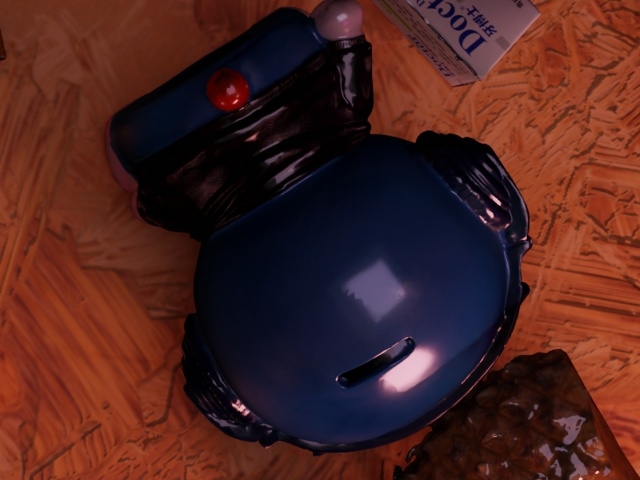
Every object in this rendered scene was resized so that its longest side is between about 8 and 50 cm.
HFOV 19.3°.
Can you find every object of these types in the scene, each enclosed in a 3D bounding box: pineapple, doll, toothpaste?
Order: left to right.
[{"bbox_3d":[0.000,0.000,1.365,0.284,0.240,0.310,-31,99,8],"label":"doll"},{"bbox_3d":[0.024,-0.264,1.457,0.336,0.067,0.081,45,76,-12],"label":"toothpaste"},{"bbox_3d":[0.092,0.196,1.411,0.278,0.158,0.158,-28,98,5],"label":"pineapple"}]

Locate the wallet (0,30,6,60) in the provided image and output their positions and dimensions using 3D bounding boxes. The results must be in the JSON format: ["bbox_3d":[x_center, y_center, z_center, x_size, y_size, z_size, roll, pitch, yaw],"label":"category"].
[{"bbox_3d":[-0.334,-0.182,1.353,0.195,0.042,0.161,-14,93,-17],"label":"wallet"}]
